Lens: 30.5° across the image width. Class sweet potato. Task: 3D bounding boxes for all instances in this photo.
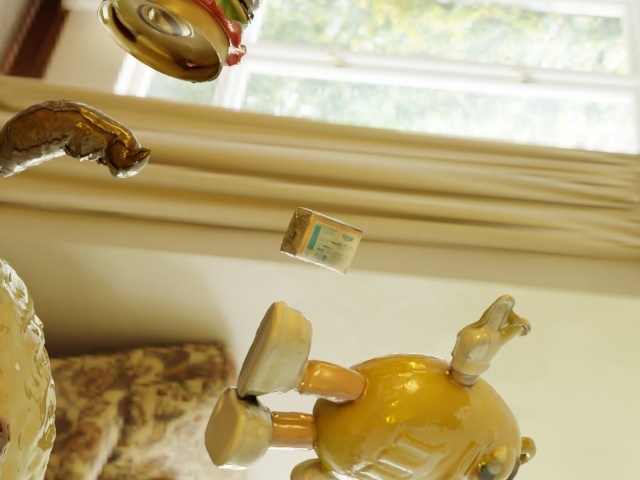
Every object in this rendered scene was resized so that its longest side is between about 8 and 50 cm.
[{"bbox_3d":[-0.386,-0.151,1.757,0.098,0.310,0.124,-55,138,-55],"label":"sweet potato"}]

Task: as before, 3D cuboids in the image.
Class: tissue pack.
[{"bbox_3d":[0.000,0.000,1.648,0.059,0.094,0.074,28,-84,57],"label":"tissue pack"}]

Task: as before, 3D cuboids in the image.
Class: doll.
[{"bbox_3d":[0.074,0.196,1.380,0.161,0.423,0.348,-104,-169,-45],"label":"doll"}]

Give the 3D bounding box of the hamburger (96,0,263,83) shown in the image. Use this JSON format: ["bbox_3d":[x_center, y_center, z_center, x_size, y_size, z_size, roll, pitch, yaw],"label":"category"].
[{"bbox_3d":[-0.136,-0.255,1.195,0.175,0.175,0.136,85,27,-70],"label":"hamburger"}]

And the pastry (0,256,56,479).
[{"bbox_3d":[-0.391,0.133,0.860,0.312,0.389,0.388,-57,153,-70],"label":"pastry"}]
